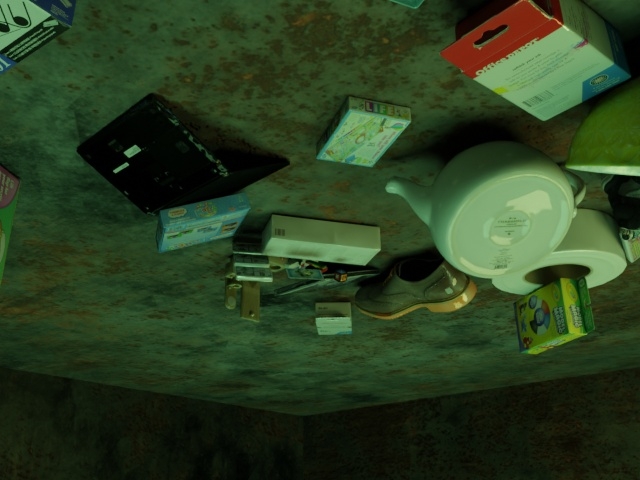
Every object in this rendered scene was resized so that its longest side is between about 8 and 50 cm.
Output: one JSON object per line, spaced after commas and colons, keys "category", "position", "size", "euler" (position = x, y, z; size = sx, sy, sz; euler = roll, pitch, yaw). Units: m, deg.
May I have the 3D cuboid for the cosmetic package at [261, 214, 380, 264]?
{"category": "cosmetic package", "position": [0.000, 0.000, 1.465], "size": [0.239, 0.060, 0.099], "euler": [7, 154, -16]}

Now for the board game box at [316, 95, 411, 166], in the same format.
{"category": "board game box", "position": [0.066, -0.172, 1.104], "size": [0.104, 0.026, 0.154], "euler": [7, 156, -18]}

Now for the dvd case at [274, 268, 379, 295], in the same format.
{"category": "dvd case", "position": [0.019, 0.103, 1.680], "size": [0.165, 0.018, 0.221], "euler": [-19, 168, 38]}

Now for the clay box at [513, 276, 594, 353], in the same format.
{"category": "clay box", "position": [0.524, 0.170, 1.545], "size": [0.053, 0.127, 0.222], "euler": [5, 156, -15]}

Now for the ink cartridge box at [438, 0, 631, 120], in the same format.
{"category": "ink cartridge box", "position": [0.268, -0.248, 0.865], "size": [0.231, 0.078, 0.134], "euler": [18, 150, -37]}

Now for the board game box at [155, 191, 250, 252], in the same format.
{"category": "board game box", "position": [-0.232, -0.031, 1.313], "size": [0.160, 0.039, 0.211], "euler": [-14, 170, -19]}

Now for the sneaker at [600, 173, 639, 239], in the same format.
{"category": "sneaker", "position": [0.571, -0.098, 1.133], "size": [0.101, 0.153, 0.268], "euler": [2, 157, -8]}

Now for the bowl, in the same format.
{"category": "bowl", "position": [0.491, -0.166, 0.924], "size": [0.290, 0.155, 0.289], "euler": [3, -175, 0]}

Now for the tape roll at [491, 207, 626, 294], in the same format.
{"category": "tape roll", "position": [0.515, 0.032, 1.509], "size": [0.286, 0.100, 0.286], "euler": [-1, 158, 0]}

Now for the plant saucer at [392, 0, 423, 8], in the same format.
{"category": "plant saucer", "position": [0.045, -0.317, 0.775], "size": [0.192, 0.018, 0.067], "euler": [11, 155, -23]}

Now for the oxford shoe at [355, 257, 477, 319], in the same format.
{"category": "oxford shoe", "position": [0.208, 0.103, 1.692], "size": [0.364, 0.130, 0.132], "euler": [-15, 121, 45]}

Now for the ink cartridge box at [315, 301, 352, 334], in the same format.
{"category": "ink cartridge box", "position": [0.039, 0.224, 1.994], "size": [0.104, 0.060, 0.180], "euler": [-1, 157, 2]}

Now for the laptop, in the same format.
{"category": "laptop", "position": [-0.233, -0.143, 1.181], "size": [0.234, 0.136, 0.264], "euler": [-22, 124, 39]}

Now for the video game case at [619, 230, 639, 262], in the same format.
{"category": "video game case", "position": [0.680, -0.028, 1.391], "size": [0.143, 0.019, 0.157], "euler": [-40, 146, 10]}

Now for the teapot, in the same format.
{"category": "teapot", "position": [0.292, -0.074, 1.160], "size": [0.252, 0.187, 0.256], "euler": [-42, 122, 19]}

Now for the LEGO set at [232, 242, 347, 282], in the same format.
{"category": "LEGO set", "position": [-0.070, 0.064, 1.496], "size": [0.244, 0.060, 0.182], "euler": [3, -159, -12]}

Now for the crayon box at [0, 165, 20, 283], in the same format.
{"category": "crayon box", "position": [-0.709, 0.050, 1.173], "size": [0.313, 0.362, 0.106], "euler": [-6, 156, 12]}

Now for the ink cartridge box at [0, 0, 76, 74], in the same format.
{"category": "ink cartridge box", "position": [-0.408, -0.265, 0.845], "size": [0.207, 0.046, 0.097], "euler": [-16, 151, 32]}

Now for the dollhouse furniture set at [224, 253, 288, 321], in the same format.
{"category": "dollhouse furniture set", "position": [-0.158, 0.108, 1.635], "size": [0.144, 0.123, 0.151], "euler": [19, 150, -39]}
